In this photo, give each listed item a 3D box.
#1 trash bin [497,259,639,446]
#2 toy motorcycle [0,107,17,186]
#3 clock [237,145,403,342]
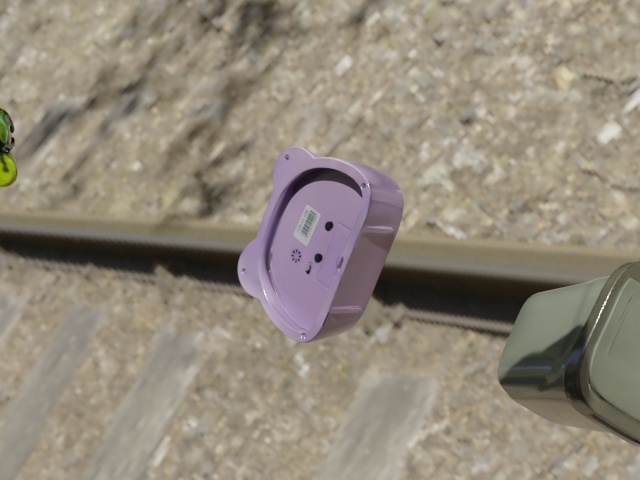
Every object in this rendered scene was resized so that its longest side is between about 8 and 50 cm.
[{"bbox_3d":[0.389,0.158,1.914,0.219,0.220,0.250,-63,20,-17],"label":"trash bin"},{"bbox_3d":[-0.400,-0.042,1.307,0.206,0.142,0.342,-33,17,36],"label":"toy motorcycle"},{"bbox_3d":[0.000,0.000,1.140,0.110,0.050,0.152,35,111,36],"label":"clock"}]
